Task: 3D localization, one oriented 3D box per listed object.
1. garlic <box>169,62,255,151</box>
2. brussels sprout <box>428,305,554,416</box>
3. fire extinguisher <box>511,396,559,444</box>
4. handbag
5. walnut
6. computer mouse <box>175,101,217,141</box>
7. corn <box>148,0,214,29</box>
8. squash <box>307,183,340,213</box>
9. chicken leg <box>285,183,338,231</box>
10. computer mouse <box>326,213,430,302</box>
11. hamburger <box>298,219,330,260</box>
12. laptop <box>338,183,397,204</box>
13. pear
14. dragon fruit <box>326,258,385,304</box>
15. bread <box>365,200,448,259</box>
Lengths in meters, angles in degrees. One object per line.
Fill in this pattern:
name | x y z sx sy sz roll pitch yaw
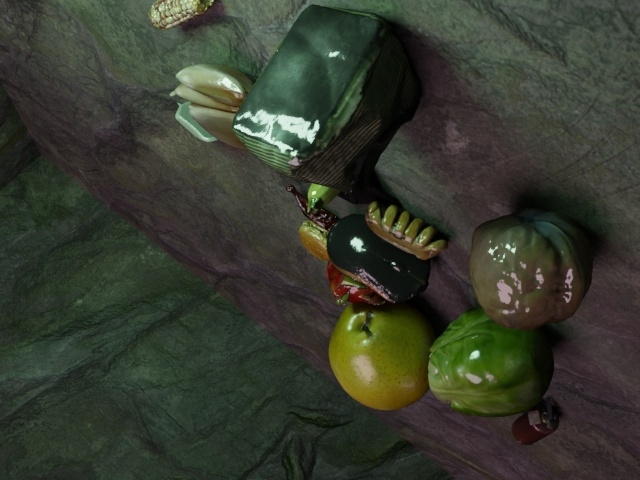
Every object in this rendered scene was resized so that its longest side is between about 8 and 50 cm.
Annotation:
garlic | -0.230 -0.350 1.657 0.325 0.132 0.279 21 151 34
brussels sprout | 0.435 0.321 1.648 0.355 0.289 0.281 -29 112 38
fire extinguisher | 0.692 0.580 2.016 0.105 0.105 0.269 33 157 16
handbag | 0.027 -0.252 1.215 0.247 0.340 0.240 25 171 37
walnut | 0.415 0.057 1.250 0.248 0.248 0.248 33 157 16
computer mouse | -0.368 -0.358 1.916 0.182 0.089 0.056 38 159 9
corn | -0.333 -0.555 1.503 0.237 0.079 0.079 10 144 50
squash | 0.026 -0.143 1.532 0.094 0.224 0.094 27 151 16
chicken leg | -0.017 -0.092 1.918 0.219 0.048 0.089 39 155 2
computer mouse | 0.152 0.042 1.729 0.323 0.183 0.116 29 179 24
hamburger | 0.000 0.000 2.022 0.147 0.083 0.138 34 161 23
laptop | 0.094 -0.123 1.657 0.135 0.016 0.197 24 168 -30
pear | 0.207 0.361 2.038 0.362 0.362 0.418 18 155 42
dragon fruit | 0.138 0.096 1.880 0.269 0.200 0.198 -10 119 27
bread | 0.219 -0.025 1.614 0.225 0.081 0.134 28 168 10
